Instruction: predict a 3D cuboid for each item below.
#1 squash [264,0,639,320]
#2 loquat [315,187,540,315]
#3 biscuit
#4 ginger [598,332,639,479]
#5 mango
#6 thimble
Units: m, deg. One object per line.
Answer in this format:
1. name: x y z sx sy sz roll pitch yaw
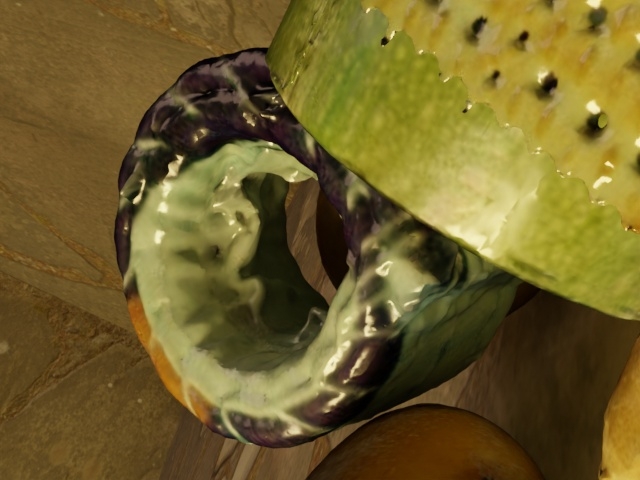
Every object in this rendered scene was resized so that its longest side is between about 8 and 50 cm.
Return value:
1. squash: 0.174 -0.185 0.443 0.384 0.263 0.263 -60 9 26
2. loquat: 0.100 -0.039 0.743 0.227 0.179 0.179 -51 10 10
3. biscuit: 0.077 -0.111 0.355 0.016 0.203 0.144 -13 -38 -54
4. ginger: 0.200 -0.028 0.281 0.348 0.122 0.363 -25 49 65
5. mango: 0.044 0.185 0.563 0.193 0.146 0.316 -62 -7 -12
6. thimble: 0.000 0.000 0.612 0.150 0.237 0.237 -14 -38 -50
